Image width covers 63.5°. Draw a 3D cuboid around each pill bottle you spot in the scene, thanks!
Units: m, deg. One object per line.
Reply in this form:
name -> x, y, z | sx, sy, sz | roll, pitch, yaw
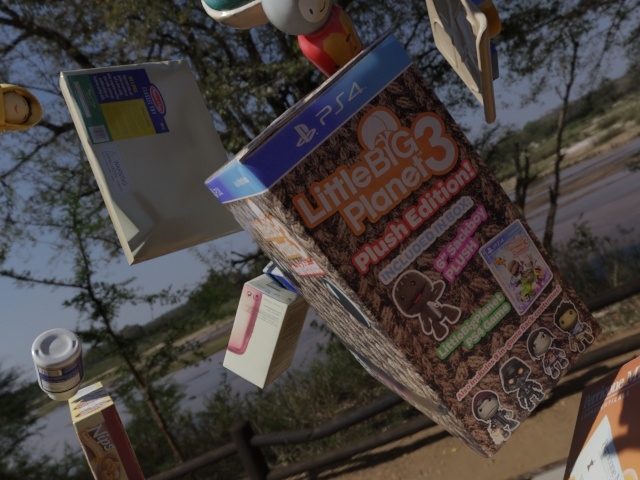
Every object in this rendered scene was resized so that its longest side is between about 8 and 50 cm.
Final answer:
pill bottle -> -0.566, 0.276, 1.125 | 0.094, 0.094, 0.170 | -25, -32, -38

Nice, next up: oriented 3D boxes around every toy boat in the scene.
toy boat -> -0.029, -0.315, 0.561 | 0.267, 0.319, 0.148 | -28, -31, 19

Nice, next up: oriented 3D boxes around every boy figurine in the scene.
boy figurine -> -0.551, -0.213, 0.822 | 0.092, 0.178, 0.285 | -7, 4, 1

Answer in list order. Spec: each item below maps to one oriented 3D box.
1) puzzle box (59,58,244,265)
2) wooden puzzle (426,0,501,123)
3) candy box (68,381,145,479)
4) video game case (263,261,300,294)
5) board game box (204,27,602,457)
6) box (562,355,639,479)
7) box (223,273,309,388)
puzzle box -> -0.336, -0.178, 1.083 | 0.271, 0.409, 0.052 | -19, -7, -33
wooden puzzle -> 0.336, -0.490, 1.201 | 0.080, 0.348, 0.322 | -25, -29, 10
candy box -> -0.485, 0.435, 1.154 | 0.087, 0.183, 0.316 | -22, 5, -27
video game case -> 0.000, 0.000, 1.084 | 0.244, 0.061, 0.269 | -47, 9, -10
board game box -> 0.053, 0.006, 0.471 | 0.141, 0.291, 0.232 | -42, 13, -12
box -> 0.233, 0.234, 0.266 | 0.345, 0.168, 0.215 | -58, -13, -31
box -> -0.126, 0.211, 1.262 | 0.148, 0.126, 0.233 | -23, -46, -64
